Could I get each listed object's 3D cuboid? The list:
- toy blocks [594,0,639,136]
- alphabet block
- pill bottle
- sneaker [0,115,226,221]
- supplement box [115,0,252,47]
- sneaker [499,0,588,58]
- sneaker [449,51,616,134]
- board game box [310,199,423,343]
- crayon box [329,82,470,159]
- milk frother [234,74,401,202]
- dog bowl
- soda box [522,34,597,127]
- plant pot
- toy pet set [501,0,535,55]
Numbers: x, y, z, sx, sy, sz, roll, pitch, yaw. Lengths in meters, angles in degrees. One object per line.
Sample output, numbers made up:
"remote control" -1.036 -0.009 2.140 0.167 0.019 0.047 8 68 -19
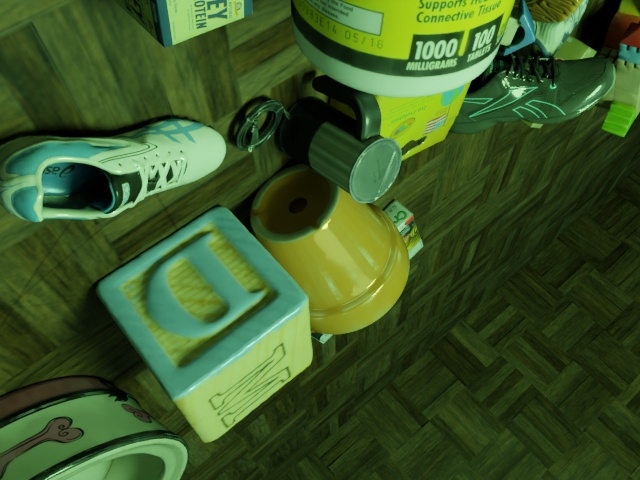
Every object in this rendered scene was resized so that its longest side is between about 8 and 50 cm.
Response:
"toy blocks" 0.654 -0.437 1.170 0.381 0.191 0.261 -57 150 -5
"alphabet block" -0.138 0.111 0.770 0.194 0.192 0.197 -34 152 -19
"pill bottle" 0.073 -0.283 0.408 0.188 0.188 0.333 -33 151 -24
"sneaker" -0.180 -0.062 0.559 0.237 0.086 0.085 -20 144 -45
"supplement box" -0.109 -0.203 0.450 0.083 0.083 0.056 -33 152 -25
"sneaker" 0.344 -0.374 0.873 0.131 0.112 0.296 -51 168 -8
"sneaker" 0.306 -0.235 0.907 0.268 0.101 0.106 -11 144 20
"board game box" 0.073 0.071 1.192 0.305 0.053 0.193 -44 156 -1
"crayon box" 0.119 -0.236 0.753 0.202 0.081 0.318 -28 150 -31
"milk frother" -0.005 -0.108 0.691 0.143 0.135 0.129 -38 141 -19
"dog bowl" -0.392 0.352 0.799 0.408 0.150 0.407 -35 153 -21
"soda box" 0.464 -0.316 1.189 0.061 0.058 0.181 -10 138 -52
"plant pot" 0.000 0.000 0.826 0.205 0.205 0.188 -42 140 -6
"toy pet set" 0.260 -0.315 0.799 0.122 0.065 0.114 104 0 -50
